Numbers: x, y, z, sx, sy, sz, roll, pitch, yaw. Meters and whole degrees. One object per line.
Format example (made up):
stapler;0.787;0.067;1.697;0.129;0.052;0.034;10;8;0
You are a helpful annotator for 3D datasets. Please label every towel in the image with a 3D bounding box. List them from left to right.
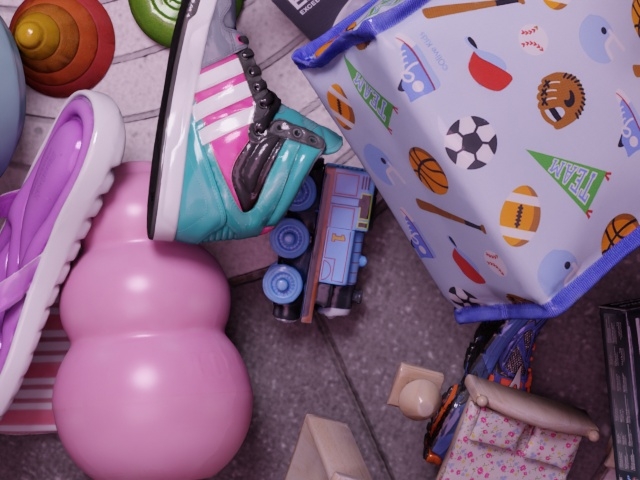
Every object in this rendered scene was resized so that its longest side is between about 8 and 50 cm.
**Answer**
towel;-0.301;0.115;1.865;0.144;0.029;0.197;-1;97;8

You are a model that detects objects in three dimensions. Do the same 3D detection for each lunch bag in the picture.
lunch bag;0.222;-0.155;1.635;0.385;0.239;0.328;-38;103;-21

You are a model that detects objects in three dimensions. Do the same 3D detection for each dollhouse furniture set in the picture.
dollhouse furniture set;0.143;0.306;1.686;0.355;0.174;0.303;17;103;-12

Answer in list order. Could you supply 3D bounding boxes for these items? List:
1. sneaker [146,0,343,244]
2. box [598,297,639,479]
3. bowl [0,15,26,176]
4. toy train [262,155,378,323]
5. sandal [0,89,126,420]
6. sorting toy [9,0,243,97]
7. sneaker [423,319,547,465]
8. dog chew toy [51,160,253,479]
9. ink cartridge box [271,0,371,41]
sneaker;-0.064;-0.134;1.685;0.178;0.124;0.295;9;92;-11
box;0.375;0.162;1.716;0.175;0.051;0.220;-9;94;-24
bowl;-0.416;-0.155;1.754;0.311;0.163;0.311;18;114;47
toy train;0.000;0.000;1.787;0.105;0.080;0.184;9;95;2
sandal;-0.333;0.024;1.751;0.102;0.169;0.416;21;101;-32
sorting toy;-0.175;-0.254;1.769;0.365;0.126;0.127;-20;90;10
sneaker;0.189;0.146;1.778;0.087;0.083;0.221;26;103;-8
dog chew toy;-0.178;0.084;1.764;0.206;0.206;0.332;-5;84;8
ink cartridge box;0.046;-0.290;1.715;0.206;0.045;0.208;-41;128;9
